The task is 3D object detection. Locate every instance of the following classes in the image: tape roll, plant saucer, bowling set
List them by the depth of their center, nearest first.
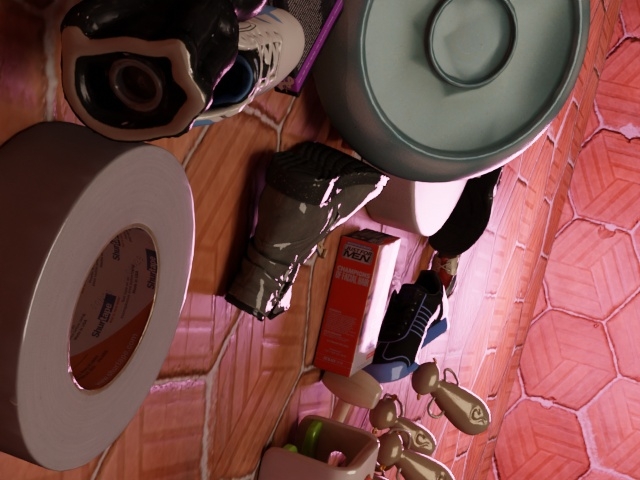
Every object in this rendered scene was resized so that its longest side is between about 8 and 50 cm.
[{"bbox_3d":[-0.164,0.035,0.817,0.219,0.072,0.219,16,90,-72],"label":"tape roll"},{"bbox_3d":[0.143,-0.205,1.242,0.044,0.317,0.317,37,-62,61],"label":"plant saucer"},{"bbox_3d":[0.155,-0.199,1.599,0.392,0.072,0.392,17,90,-73],"label":"tape roll"},{"bbox_3d":[0.091,0.313,1.789,0.154,0.200,0.287,40,66,-30],"label":"bowling set"}]

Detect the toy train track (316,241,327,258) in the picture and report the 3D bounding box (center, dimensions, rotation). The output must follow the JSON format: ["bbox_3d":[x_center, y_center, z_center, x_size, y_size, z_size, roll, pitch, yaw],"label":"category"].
[{"bbox_3d":[0.000,0.000,1.387,0.083,0.014,0.048,69,40,-63],"label":"toy train track"}]

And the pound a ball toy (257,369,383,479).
[{"bbox_3d":[0.012,0.333,1.518,0.208,0.135,0.319,-29,133,-66],"label":"pound a ball toy"}]

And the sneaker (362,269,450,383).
[{"bbox_3d":[0.115,0.119,1.762,0.232,0.081,0.090,-40,124,-56],"label":"sneaker"}]

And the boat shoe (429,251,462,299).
[{"bbox_3d":[0.200,0.035,1.980,0.043,0.049,0.137,73,34,-55],"label":"boat shoe"}]

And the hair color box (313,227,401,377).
[{"bbox_3d":[0.046,0.075,1.530,0.093,0.053,0.167,-18,121,-68],"label":"hair color box"}]

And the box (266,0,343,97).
[{"bbox_3d":[-0.017,-0.220,1.075,0.162,0.029,0.116,83,27,-55],"label":"box"}]

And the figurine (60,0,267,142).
[{"bbox_3d":[-0.098,-0.199,0.750,0.209,0.092,0.215,-62,142,-54],"label":"figurine"}]

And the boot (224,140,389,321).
[{"bbox_3d":[-0.020,-0.009,1.249,0.161,0.083,0.246,-67,163,15],"label":"boot"}]

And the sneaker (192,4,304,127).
[{"bbox_3d":[-0.067,-0.126,0.919,0.237,0.086,0.085,-29,134,-59],"label":"sneaker"}]

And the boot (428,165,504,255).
[{"bbox_3d":[0.237,-0.109,1.907,0.178,0.085,0.236,-67,175,-53],"label":"boot"}]

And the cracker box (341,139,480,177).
[{"bbox_3d":[0.121,-0.197,1.332,0.067,0.155,0.232,-68,169,-75],"label":"cracker box"}]
